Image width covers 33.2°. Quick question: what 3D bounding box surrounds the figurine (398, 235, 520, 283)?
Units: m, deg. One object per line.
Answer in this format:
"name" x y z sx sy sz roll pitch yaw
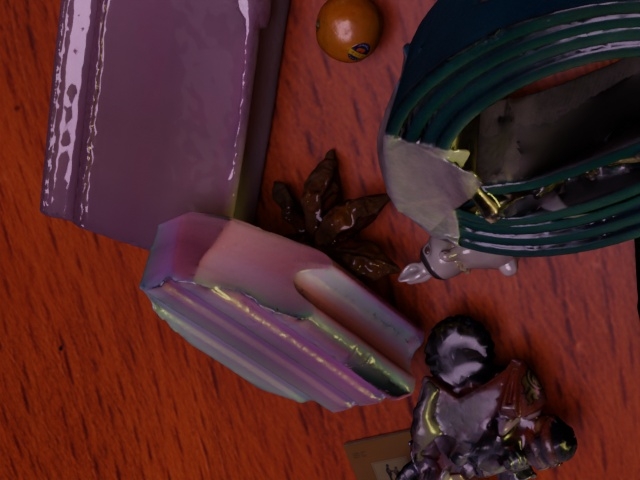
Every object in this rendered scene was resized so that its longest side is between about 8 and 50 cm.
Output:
"figurine" 0.166 0.002 1.289 0.146 0.081 0.098 -8 60 28

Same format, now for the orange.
"orange" 0.033 -0.247 1.246 0.084 0.083 0.083 6 108 19

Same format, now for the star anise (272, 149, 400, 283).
"star anise" 0.005 0.003 1.328 0.196 0.111 0.212 38 109 -1

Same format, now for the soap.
"soap" -0.052 0.088 1.275 0.193 0.109 0.324 -21 134 41

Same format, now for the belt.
"belt" 0.253 -0.145 1.076 0.437 0.173 0.300 -26 124 37

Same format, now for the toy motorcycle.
"toy motorcycle" 0.195 0.298 1.326 0.207 0.134 0.400 19 109 22

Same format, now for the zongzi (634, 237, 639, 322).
"zongzi" 0.448 0.108 1.157 0.319 0.362 0.383 -33 131 25

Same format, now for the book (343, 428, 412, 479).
"book" 0.112 0.338 1.436 0.118 0.012 0.172 -17 100 25

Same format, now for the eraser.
"eraser" -0.197 -0.174 1.336 0.272 0.122 0.359 18 113 15
